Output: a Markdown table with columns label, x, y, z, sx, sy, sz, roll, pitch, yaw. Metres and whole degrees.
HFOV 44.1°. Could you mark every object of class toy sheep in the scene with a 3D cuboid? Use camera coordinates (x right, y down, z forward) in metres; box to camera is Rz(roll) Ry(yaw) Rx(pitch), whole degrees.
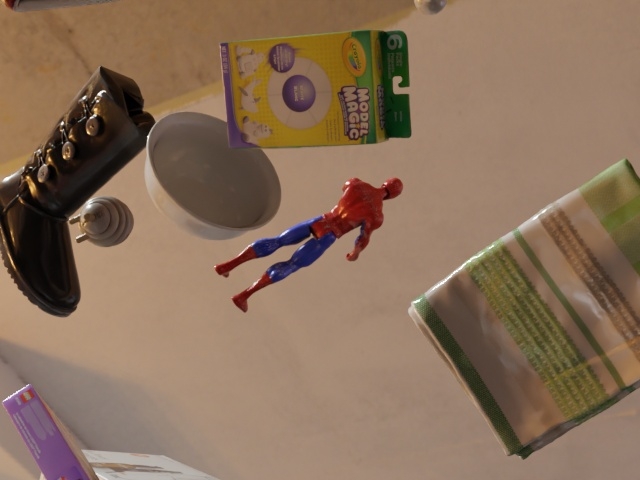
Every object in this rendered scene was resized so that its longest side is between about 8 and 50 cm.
| label | x | y | z | sx | sy | sz | roll | pitch | yaw |
| --- | --- | --- | --- | --- | --- | --- | --- | --- | --- |
| toy sheep | -0.345 | -0.029 | 1.258 | 0.091 | 0.132 | 0.091 | 0 | -89 | 8 |

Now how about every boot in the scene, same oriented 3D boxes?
| label | x | y | z | sx | sy | sz | roll | pitch | yaw |
| --- | --- | --- | --- | --- | --- | --- | --- | --- | --- |
| boot | -0.510 | -0.102 | 1.718 | 0.445 | 0.146 | 0.367 | -39 | -105 | 15 |

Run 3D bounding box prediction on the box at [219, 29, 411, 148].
| label | x | y | z | sx | sy | sz | roll | pitch | yaw |
| --- | --- | --- | --- | --- | --- | --- | --- | --- | --- |
| box | -0.004 | -0.140 | 0.744 | 0.179 | 0.043 | 0.105 | 0 | -77 | 21 |

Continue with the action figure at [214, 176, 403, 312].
| label | x | y | z | sx | sy | sz | roll | pitch | yaw |
| --- | --- | --- | --- | --- | --- | --- | --- | --- | --- |
| action figure | 0.000 | 0.000 | 1.127 | 0.280 | 0.091 | 0.139 | -32 | -17 | 4 |

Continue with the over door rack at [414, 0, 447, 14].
| label | x | y | z | sx | sy | sz | roll | pitch | yaw |
| --- | --- | --- | --- | --- | --- | --- | --- | --- | --- |
| over door rack | 0.041 | -0.284 | 0.524 | 0.324 | 0.239 | 0.108 | 40 | -18 | 30 |

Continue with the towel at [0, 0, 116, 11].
| label | x | y | z | sx | sy | sz | roll | pitch | yaw |
| --- | --- | --- | --- | --- | --- | --- | --- | --- | --- |
| towel | -0.345 | -0.331 | 0.842 | 0.329 | 0.237 | 0.037 | 31 | -56 | 19 |

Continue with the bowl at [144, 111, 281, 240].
| label | x | y | z | sx | sy | sz | roll | pitch | yaw |
| --- | --- | --- | --- | --- | --- | --- | --- | --- | --- |
| bowl | -0.237 | -0.107 | 1.594 | 0.298 | 0.298 | 0.134 | 31 | -50 | -17 |

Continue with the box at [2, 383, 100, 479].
| label | x | y | z | sx | sy | sz | roll | pitch | yaw |
| --- | --- | --- | --- | --- | --- | --- | --- | --- | --- |
| box | -0.402 | 0.394 | 1.294 | 0.057 | 0.293 | 0.201 | -34 | -34 | -19 |

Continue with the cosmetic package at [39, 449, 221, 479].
| label | x | y | z | sx | sy | sz | roll | pitch | yaw |
| --- | --- | --- | --- | --- | --- | --- | --- | --- | --- |
| cosmetic package | -0.376 | 0.512 | 1.631 | 0.284 | 0.097 | 0.377 | 19 | -13 | -36 |

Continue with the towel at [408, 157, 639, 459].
| label | x | y | z | sx | sy | sz | roll | pitch | yaw |
| --- | --- | --- | --- | --- | --- | --- | --- | --- | --- |
| towel | 0.137 | 0.042 | 0.442 | 0.152 | 0.023 | 0.113 | -38 | -97 | 21 |
